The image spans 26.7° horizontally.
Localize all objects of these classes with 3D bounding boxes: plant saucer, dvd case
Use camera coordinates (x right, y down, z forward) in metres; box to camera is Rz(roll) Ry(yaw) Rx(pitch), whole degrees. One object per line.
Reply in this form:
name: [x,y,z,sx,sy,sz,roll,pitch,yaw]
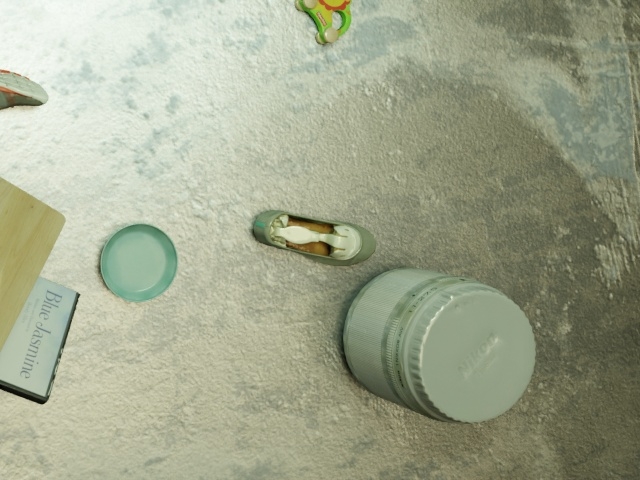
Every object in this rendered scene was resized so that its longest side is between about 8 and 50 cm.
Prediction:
plant saucer: [-0.273,0.033,2.022,0.119,0.021,0.119,-2,96,-23]
dvd case: [-0.477,0.107,1.900,0.253,0.022,0.180,25,56,-23]

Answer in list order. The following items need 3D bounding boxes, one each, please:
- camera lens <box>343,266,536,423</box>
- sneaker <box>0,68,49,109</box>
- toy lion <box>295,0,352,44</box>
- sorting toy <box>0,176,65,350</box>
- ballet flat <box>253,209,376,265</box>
camera lens: [0.177,0.159,2.084,0.219,0.274,0.219,-2,95,-23]
sneaker: [-0.467,-0.205,1.914,0.158,0.061,0.064,9,117,-22]
toy lion: [0.016,-0.370,2.110,0.096,0.034,0.100,-40,108,-23]
sorting toy: [-0.519,0.018,1.841,0.255,0.089,0.257,32,54,-18]
ballet flat: [0.000,0.000,2.109,0.213,0.068,0.072,11,90,-23]
